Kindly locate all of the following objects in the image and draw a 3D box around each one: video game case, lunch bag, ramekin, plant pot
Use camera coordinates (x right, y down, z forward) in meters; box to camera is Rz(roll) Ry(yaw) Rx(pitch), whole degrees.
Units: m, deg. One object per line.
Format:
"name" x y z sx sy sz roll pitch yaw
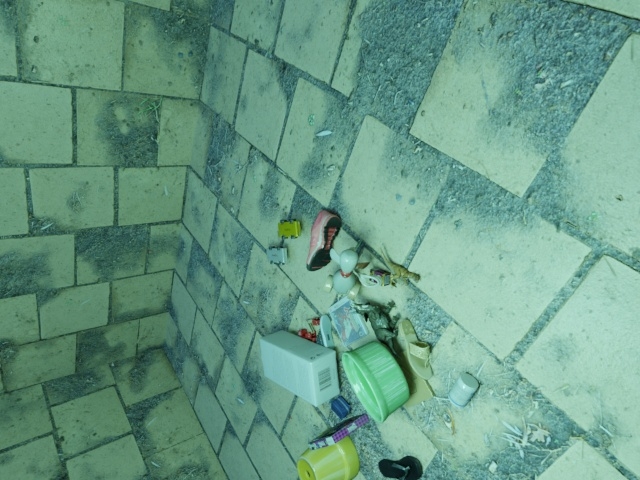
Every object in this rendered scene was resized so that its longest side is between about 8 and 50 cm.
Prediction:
"video game case" 0.085 0.889 1.877 0.210 0.232 0.042 -44 66 44
"lunch bag" 0.100 0.814 1.976 0.098 0.065 0.067 38 140 38
"ramekin" 0.225 0.562 1.643 0.303 0.148 0.303 55 160 31
"plant pot" 0.022 1.092 1.984 0.254 0.239 0.254 13 108 48
"video game case" 0.127 0.376 1.895 0.183 0.023 0.201 -44 64 44

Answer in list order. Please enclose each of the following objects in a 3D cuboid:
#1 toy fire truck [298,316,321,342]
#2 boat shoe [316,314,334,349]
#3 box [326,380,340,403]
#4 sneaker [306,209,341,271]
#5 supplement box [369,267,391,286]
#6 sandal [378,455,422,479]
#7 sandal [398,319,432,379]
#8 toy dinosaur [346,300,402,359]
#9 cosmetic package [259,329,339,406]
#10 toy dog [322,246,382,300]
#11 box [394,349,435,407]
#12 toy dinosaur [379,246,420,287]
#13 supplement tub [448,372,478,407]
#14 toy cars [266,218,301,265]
"toy fire truck" -0.054 0.466 2.105 0.192 0.047 0.135 -6 92 51
"boat shoe" 0.011 0.460 2.014 0.083 0.065 0.183 -7 92 49
"box" 0.015 0.719 2.078 0.186 0.038 0.145 43 127 38
"sneaker" 0.001 0.000 1.931 0.136 0.116 0.314 46 123 47
"supplement box" 0.249 0.152 1.695 0.083 0.043 0.055 18 111 48
"sandal" 0.337 0.990 1.735 0.254 0.054 0.097 -42 66 45
"sandal" 0.380 0.411 1.555 0.079 0.088 0.240 -49 55 49
"toy dinosaur" 0.260 0.353 1.690 0.313 0.121 0.160 52 150 16
"cosmetic package" -0.117 0.632 2.056 0.453 0.161 0.230 6 105 49
"toy dog" 0.122 0.122 1.720 0.333 0.220 0.161 -46 18 54
"box" 0.360 0.568 1.658 0.164 0.021 0.201 -48 61 43
"toy dinosaur" 0.306 0.124 1.624 0.211 0.064 0.112 32 103 31
"supplement tub" 0.508 0.536 1.440 0.071 0.071 0.107 42 127 37
"toy cars" -0.180 0.009 2.148 0.176 0.087 0.393 60 139 30
